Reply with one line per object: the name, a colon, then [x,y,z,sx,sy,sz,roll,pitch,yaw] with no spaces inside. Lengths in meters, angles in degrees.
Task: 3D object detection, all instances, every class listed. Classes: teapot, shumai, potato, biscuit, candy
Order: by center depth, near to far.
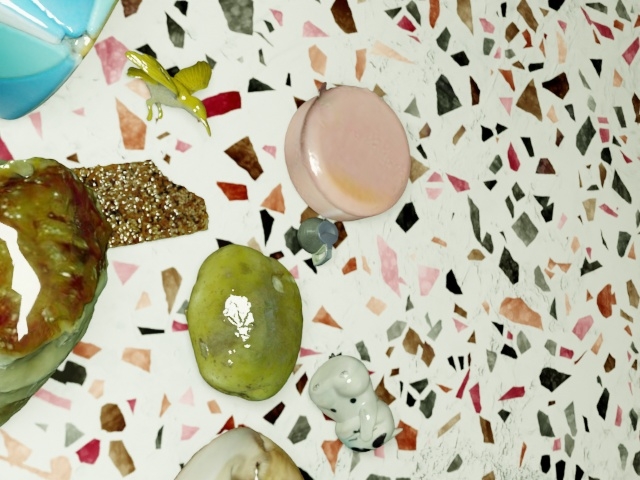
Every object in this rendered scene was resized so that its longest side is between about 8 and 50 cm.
shumai: [-0.408,0.048,0.972,0.324,0.323,0.398,41,57,-22]
biscuit: [-0.286,-0.060,1.254,0.236,0.026,0.131,-12,91,-34]
potato: [-0.116,0.129,1.269,0.197,0.148,0.228,20,73,-15]
teapot: [0.000,0.000,1.420,0.066,0.057,0.088,2,81,-33]
candy: [0.049,-0.163,1.457,0.255,0.094,0.255,6,79,-34]

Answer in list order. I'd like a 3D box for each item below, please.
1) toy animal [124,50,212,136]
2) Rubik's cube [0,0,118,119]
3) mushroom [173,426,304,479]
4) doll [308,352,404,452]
toy animal: [-0.232,-0.224,1.282,0.155,0.095,0.219,66,25,-6]
Rubik's cube: [-0.427,-0.397,1.019,0.351,0.347,0.352,28,68,-28]
mushroom: [-0.080,0.519,1.213,0.397,0.224,0.314,49,45,-26]
doll: [0.058,0.285,1.383,0.181,0.110,0.107,61,17,-9]
